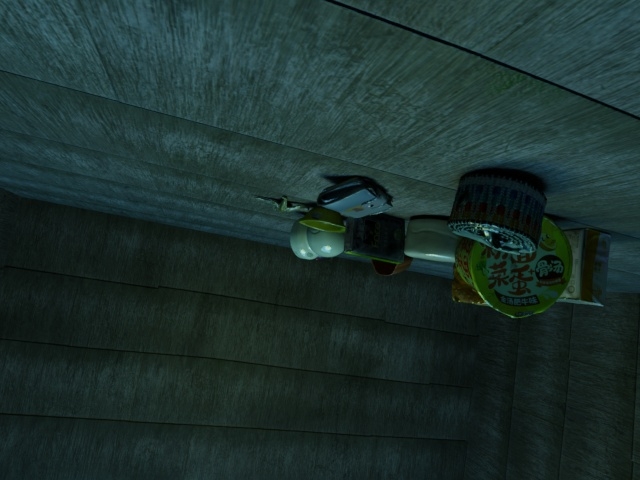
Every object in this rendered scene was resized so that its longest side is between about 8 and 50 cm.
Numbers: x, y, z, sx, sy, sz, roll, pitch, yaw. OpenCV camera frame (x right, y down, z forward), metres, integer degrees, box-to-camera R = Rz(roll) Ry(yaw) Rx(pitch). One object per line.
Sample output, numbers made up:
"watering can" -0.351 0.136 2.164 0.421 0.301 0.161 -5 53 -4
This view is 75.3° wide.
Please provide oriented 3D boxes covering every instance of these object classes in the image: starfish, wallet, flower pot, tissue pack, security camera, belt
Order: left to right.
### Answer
"starfish" -0.152 -0.136 1.607 0.216 0.050 0.223 17 167 -4
"security camera" 0.011 -0.015 1.762 0.236 0.195 0.194 -4 166 39
"wallet" 0.110 -0.123 1.226 0.170 0.069 0.231 -15 166 27
"tissue pack" 0.204 -0.017 1.536 0.235 0.174 0.073 14 166 -26
"flower pot" 0.398 0.098 2.241 0.173 0.191 0.190 2 180 -40
"belt" 0.417 -0.061 0.988 0.207 0.150 0.257 15 176 33
"tissue pack" 0.814 0.087 1.343 0.124 0.225 0.185 11 173 -17

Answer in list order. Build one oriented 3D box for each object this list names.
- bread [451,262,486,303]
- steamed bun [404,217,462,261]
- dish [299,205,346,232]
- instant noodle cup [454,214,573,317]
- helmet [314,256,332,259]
"bread" 0.667 0.115 1.563 0.207 0.279 0.279 12 170 -32
"steamed bun" 0.417 -0.001 1.477 0.241 0.146 0.164 7 176 33
"dish" 0.023 -0.088 1.586 0.207 0.080 0.149 9 169 15
"instant noodle cup" 0.568 0.063 1.283 0.311 0.312 0.221 10 -177 -3
"helmet" 0.000 0.000 1.993 0.216 0.193 0.189 38 178 7
